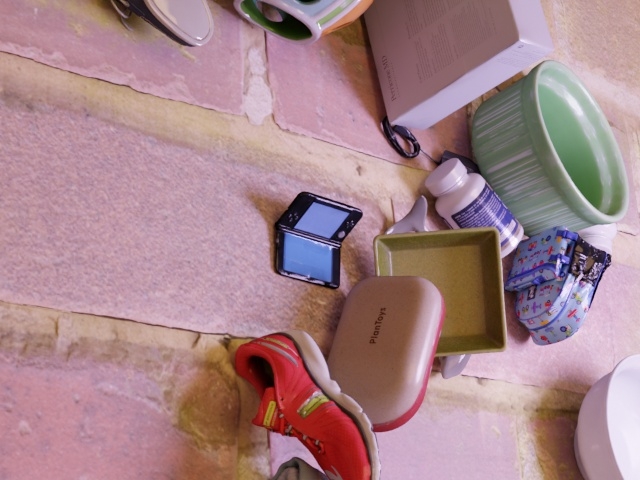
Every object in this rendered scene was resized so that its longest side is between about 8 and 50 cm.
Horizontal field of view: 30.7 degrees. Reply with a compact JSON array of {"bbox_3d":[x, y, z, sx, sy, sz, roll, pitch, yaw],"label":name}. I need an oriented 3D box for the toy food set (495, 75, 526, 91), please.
[{"bbox_3d":[0.417,-0.254,2.201,0.192,0.039,0.132,50,46,-15],"label":"toy food set"}]

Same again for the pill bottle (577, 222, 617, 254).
[{"bbox_3d":[0.505,-0.047,2.159,0.087,0.087,0.160,26,56,-33],"label":"pill bottle"}]

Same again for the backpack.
[{"bbox_3d":[0.385,0.083,1.950,0.117,0.158,0.173,32,64,-19],"label":"backpack"}]

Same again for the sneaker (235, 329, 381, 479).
[{"bbox_3d":[-0.026,0.231,1.486,0.118,0.107,0.279,-6,42,-35],"label":"sneaker"}]

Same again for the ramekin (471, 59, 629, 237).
[{"bbox_3d":[0.395,-0.146,2.026,0.303,0.148,0.303,32,46,-39],"label":"ramekin"}]

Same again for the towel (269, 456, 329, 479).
[{"bbox_3d":[0.009,0.507,1.452,0.320,0.090,0.374,45,48,-23],"label":"towel"}]

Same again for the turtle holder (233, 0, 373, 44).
[{"bbox_3d":[-0.045,-0.436,1.706,0.320,0.243,0.227,34,74,-43],"label":"turtle holder"}]

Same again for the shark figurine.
[{"bbox_3d":[0.219,0.062,1.827,0.166,0.116,0.278,-12,83,-47],"label":"shark figurine"}]

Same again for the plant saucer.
[{"bbox_3d":[0.178,0.078,1.746,0.045,0.188,0.188,-62,148,-89],"label":"plant saucer"}]

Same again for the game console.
[{"bbox_3d":[0.000,0.000,1.677,0.122,0.107,0.071,17,33,-39],"label":"game console"}]

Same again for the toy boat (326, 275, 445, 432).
[{"bbox_3d":[0.103,0.171,1.661,0.151,0.151,0.231,58,41,-45],"label":"toy boat"}]

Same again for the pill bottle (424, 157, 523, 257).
[{"bbox_3d":[0.249,-0.051,1.914,0.169,0.094,0.094,49,46,-16],"label":"pill bottle"}]

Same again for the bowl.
[{"bbox_3d":[0.525,0.350,1.970,0.298,0.134,0.297,18,61,-36],"label":"bowl"}]

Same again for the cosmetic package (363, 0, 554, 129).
[{"bbox_3d":[0.195,-0.408,1.870,0.097,0.284,0.377,7,64,-44],"label":"cosmetic package"}]

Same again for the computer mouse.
[{"bbox_3d":[0.199,-0.142,1.946,0.242,0.041,0.071,29,55,-31],"label":"computer mouse"}]

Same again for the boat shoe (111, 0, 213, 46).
[{"bbox_3d":[-0.255,-0.354,1.584,0.254,0.079,0.095,40,51,-20],"label":"boat shoe"}]
